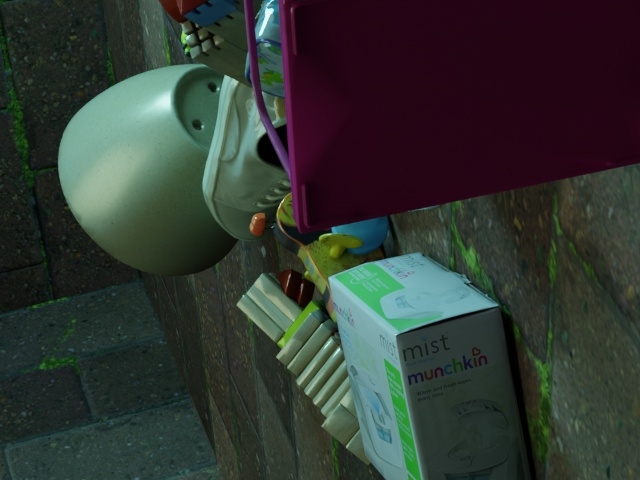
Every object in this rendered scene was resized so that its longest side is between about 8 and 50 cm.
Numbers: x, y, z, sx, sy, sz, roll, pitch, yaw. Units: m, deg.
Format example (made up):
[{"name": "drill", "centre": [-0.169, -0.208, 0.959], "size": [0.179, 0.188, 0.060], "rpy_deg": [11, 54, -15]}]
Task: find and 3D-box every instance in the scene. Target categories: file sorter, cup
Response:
[{"name": "file sorter", "centre": [0.096, -0.164, 1.292], "size": [0.182, 0.290, 0.202], "rpy_deg": [-115, 17, -50]}, {"name": "cup", "centre": [-0.208, -0.143, 2.658], "size": [0.237, 0.331, 0.331], "rpy_deg": [-40, 61, 47]}]

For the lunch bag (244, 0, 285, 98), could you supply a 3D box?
[{"name": "lunch bag", "centre": [0.036, -0.174, 1.693], "size": [0.176, 0.219, 0.090], "rpy_deg": [113, 175, -77]}]

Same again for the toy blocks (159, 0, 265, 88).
[{"name": "toy blocks", "centre": [-0.147, -0.360, 2.063], "size": [0.261, 0.190, 0.381], "rpy_deg": [22, -134, -60]}]

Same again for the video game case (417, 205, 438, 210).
[{"name": "video game case", "centre": [0.078, -0.127, 1.984], "size": [0.212, 0.023, 0.193], "rpy_deg": [175, 81, -77]}]

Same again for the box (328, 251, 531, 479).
[{"name": "box", "centre": [0.121, 0.158, 1.885], "size": [0.262, 0.126, 0.231], "rpy_deg": [-139, 35, -70]}]

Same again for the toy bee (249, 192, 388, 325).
[{"name": "toy bee", "centre": [0.000, 0.000, 2.146], "size": [0.195, 0.162, 0.298], "rpy_deg": [89, 162, -53]}]

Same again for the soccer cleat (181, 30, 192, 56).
[{"name": "soccer cleat", "centre": [-0.167, -0.374, 2.687], "size": [0.289, 0.093, 0.121], "rpy_deg": [96, -173, -67]}]

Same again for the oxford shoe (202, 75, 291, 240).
[{"name": "oxford shoe", "centre": [-0.064, -0.108, 2.349], "size": [0.130, 0.169, 0.449], "rpy_deg": [47, 156, 19]}]

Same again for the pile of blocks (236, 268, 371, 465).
[{"name": "pile of blocks", "centre": [0.026, 0.154, 2.381], "size": [0.112, 0.149, 0.362], "rpy_deg": [-52, 48, 16]}]
